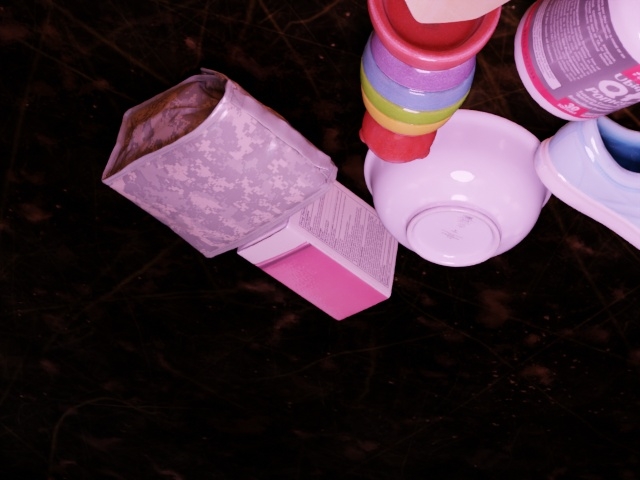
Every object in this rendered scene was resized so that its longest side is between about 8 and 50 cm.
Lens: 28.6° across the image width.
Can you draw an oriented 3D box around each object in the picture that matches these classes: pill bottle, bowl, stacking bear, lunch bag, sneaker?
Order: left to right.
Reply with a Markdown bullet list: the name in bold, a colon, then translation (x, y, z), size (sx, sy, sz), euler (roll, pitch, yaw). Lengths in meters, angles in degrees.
- **lunch bag**: translation (-0.142, -0.126, 1.879), size (0.287, 0.169, 0.235), euler (-21, 134, 40)
- **stacking bear**: translation (0.126, -0.216, 1.721), size (0.175, 0.164, 0.289), euler (11, 148, -1)
- **bowl**: translation (0.208, -0.053, 1.926), size (0.298, 0.134, 0.298), euler (6, 144, 4)
- **pill bottle**: translation (0.384, -0.261, 1.497), size (0.176, 0.176, 0.318), euler (24, 163, -18)
- **sneaker**: translation (0.500, -0.074, 1.834), size (0.366, 0.135, 0.150), euler (22, 145, -17)

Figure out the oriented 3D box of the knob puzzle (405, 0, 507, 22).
- **knob puzzle**: translation (0.170, -0.359, 1.562), size (0.213, 0.030, 0.213), euler (-5, 116, -10)

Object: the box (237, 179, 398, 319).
- **box**: translation (0.000, 0.000, 2.027), size (0.232, 0.148, 0.127), euler (35, 137, -29)
